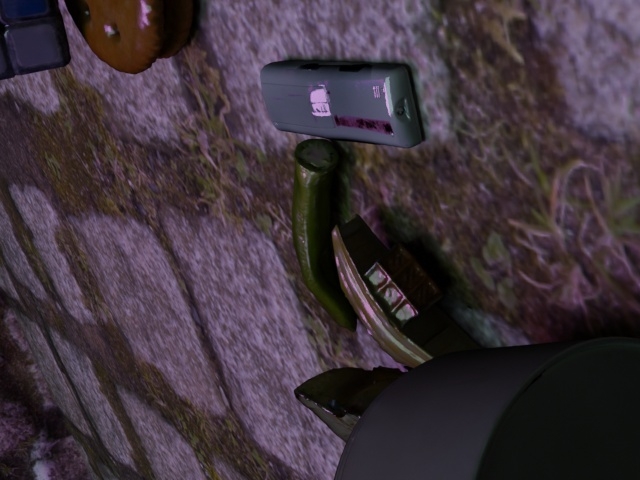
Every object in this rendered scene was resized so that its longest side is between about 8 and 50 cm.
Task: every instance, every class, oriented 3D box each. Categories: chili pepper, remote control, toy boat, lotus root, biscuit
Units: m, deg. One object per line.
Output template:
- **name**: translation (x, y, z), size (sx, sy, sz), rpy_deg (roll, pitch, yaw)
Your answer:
- **chili pepper**: translation (0.000, 0.000, 0.764), size (0.052, 0.050, 0.202), rpy_deg (-95, -2, -53)
- **remote control**: translation (0.010, -0.105, 0.664), size (0.166, 0.029, 0.065), rpy_deg (18, 129, 51)
- **toy boat**: translation (0.071, 0.050, 0.676), size (0.172, 0.065, 0.066), rpy_deg (50, 130, 13)
- **lotus root**: translation (0.078, 0.153, 0.713), size (0.183, 0.078, 0.203), rpy_deg (23, 162, 30)
- **biscuit**: translation (-0.200, -0.271, 0.817), size (0.220, 0.066, 0.220), rpy_deg (38, 144, 35)

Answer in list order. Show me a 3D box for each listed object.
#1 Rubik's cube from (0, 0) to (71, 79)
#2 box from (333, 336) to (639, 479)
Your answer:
- **Rubik's cube**: translation (-0.438, -0.331, 0.854), size (0.292, 0.286, 0.293), rpy_deg (-120, 22, -44)
- **box**: translation (0.135, 0.175, 0.511), size (0.226, 0.226, 0.149), rpy_deg (63, 152, -3)
